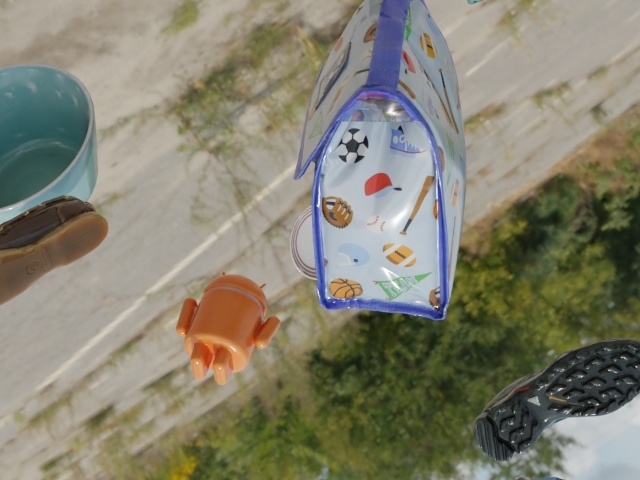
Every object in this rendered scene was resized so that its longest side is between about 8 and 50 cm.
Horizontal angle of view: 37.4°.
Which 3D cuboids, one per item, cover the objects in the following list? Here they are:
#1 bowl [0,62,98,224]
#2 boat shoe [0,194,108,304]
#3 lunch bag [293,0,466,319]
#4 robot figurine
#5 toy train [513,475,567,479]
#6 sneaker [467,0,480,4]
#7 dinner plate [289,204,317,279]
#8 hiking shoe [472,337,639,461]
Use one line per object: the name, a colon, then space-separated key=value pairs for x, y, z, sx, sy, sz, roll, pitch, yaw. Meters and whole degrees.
bowl: x=-0.496 y=-0.125 z=1.574 sx=0.311 sy=0.311 sz=0.163 roll=-33 pitch=146 yaw=-10
boat shoe: x=-0.340 y=0.013 z=1.051 sx=0.207 sy=0.073 sz=0.073 roll=-29 pitch=141 yaw=-36
lunch bag: x=0.093 y=-0.136 z=1.368 sx=0.328 sy=0.238 sz=0.386 roll=-78 pitch=168 yaw=-48
robot figurine: x=-0.170 y=0.154 z=1.738 sx=0.158 sy=0.128 sz=0.219 roll=-17 pitch=-139 yaw=37
toy train: x=0.235 y=0.342 z=1.010 sx=0.080 sy=0.184 sz=0.105 roll=23 pitch=150 yaw=-31
sneaker: x=0.205 y=-0.341 z=1.193 sx=0.038 sy=0.069 sz=0.098 roll=-24 pitch=-172 yaw=-23
dinner plate: x=0.000 y=0.000 z=1.697 sx=0.141 sy=0.141 sz=0.017 roll=-30 pitch=-156 yaw=-27
hiking shoe: x=0.374 y=0.227 z=1.482 sx=0.304 sy=0.113 sz=0.132 roll=-30 pitch=-176 yaw=18
